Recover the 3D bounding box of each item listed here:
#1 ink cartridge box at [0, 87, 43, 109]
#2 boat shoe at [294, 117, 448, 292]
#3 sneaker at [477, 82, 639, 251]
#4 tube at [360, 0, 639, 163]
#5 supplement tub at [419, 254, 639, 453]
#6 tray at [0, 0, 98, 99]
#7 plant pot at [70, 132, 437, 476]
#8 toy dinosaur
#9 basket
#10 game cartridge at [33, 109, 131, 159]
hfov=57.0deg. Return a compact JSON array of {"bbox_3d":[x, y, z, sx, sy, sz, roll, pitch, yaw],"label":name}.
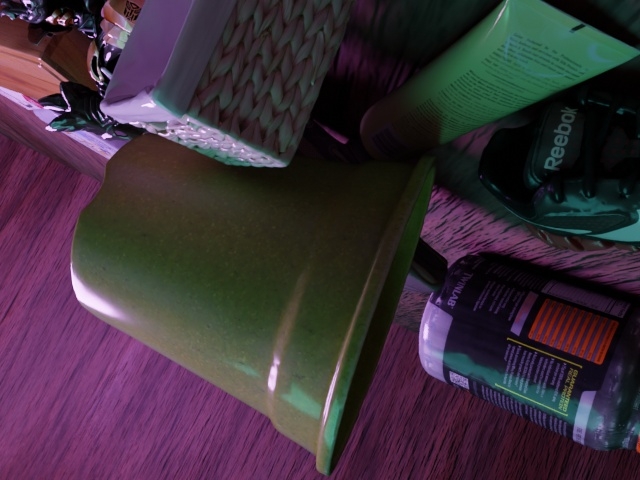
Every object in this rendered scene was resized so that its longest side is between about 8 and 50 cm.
[{"bbox_3d":[-0.595,-0.309,1.171,0.099,0.056,0.135,32,168,-38],"label":"ink cartridge box"},{"bbox_3d":[0.025,-0.063,0.689,0.355,0.130,0.132,36,164,-20],"label":"boat shoe"},{"bbox_3d":[0.213,-0.042,0.379,0.135,0.097,0.276,23,174,-28],"label":"sneaker"},{"bbox_3d":[0.108,-0.112,0.444,0.062,0.070,0.240,64,160,-4],"label":"tube"},{"bbox_3d":[0.332,0.161,0.849,0.338,0.207,0.207,20,169,33],"label":"supplement tub"},{"bbox_3d":[-0.485,-0.294,0.928,0.411,0.076,0.203,22,170,25],"label":"tray"},{"bbox_3d":[-0.060,0.022,0.524,0.254,0.276,0.276,19,169,12],"label":"plant pot"},{"bbox_3d":[-0.165,-0.185,0.506,0.322,0.164,0.218,48,151,-4],"label":"toy dinosaur"},{"bbox_3d":[-0.055,-0.139,0.392,0.103,0.167,0.113,25,173,-35],"label":"basket"},{"bbox_3d":[-0.486,-0.229,1.334,0.297,0.062,0.198,33,172,-36],"label":"game cartridge"}]
